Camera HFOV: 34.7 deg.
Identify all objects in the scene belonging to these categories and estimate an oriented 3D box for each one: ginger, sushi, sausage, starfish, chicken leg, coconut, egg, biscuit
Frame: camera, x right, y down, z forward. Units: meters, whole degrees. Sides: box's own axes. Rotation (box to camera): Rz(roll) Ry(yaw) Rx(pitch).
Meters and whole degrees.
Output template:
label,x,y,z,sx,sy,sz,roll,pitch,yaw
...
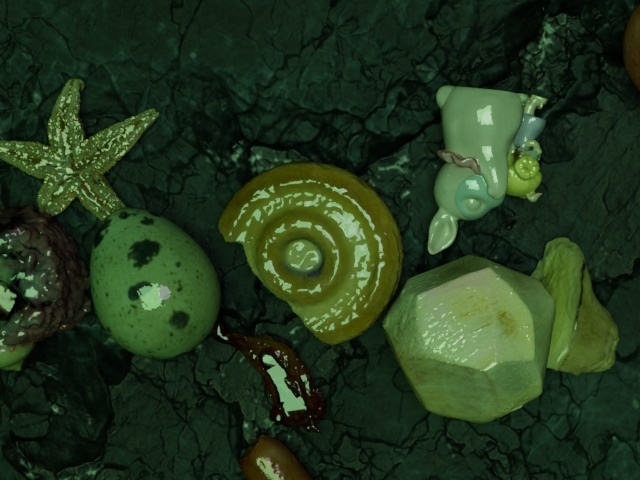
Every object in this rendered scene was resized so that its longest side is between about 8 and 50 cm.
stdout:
label,x,y,z,sx,sy,sz,roll,pitch,yaw
ginger,0.365,0.096,1.449,0.122,0.115,0.193,10,86,-17
sushi,-0.471,0.075,1.464,0.270,0.171,0.237,-11,93,6
sausage,-0.039,0.372,1.494,0.076,0.076,0.197,-40,89,5
starfish,-0.340,-0.119,1.511,0.295,0.048,0.231,33,95,1
chicken leg,-0.068,0.194,1.502,0.089,0.048,0.219,-37,89,2
coconut,0.212,0.133,1.399,0.236,0.197,0.237,-4,69,9
egg,-0.238,0.057,1.446,0.177,0.177,0.228,-26,84,5
biscuit,0.000,0.000,1.467,0.274,0.091,0.213,42,97,4

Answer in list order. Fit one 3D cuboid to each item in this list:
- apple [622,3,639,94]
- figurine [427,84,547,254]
label,x,y,z,sx,sy,sz,roll,pitch,yaw
apple,0.506,-0.271,1.361,0.209,0.209,0.164,-34,67,5
figurine,0.227,-0.092,1.435,0.155,0.127,0.236,6,98,-5
